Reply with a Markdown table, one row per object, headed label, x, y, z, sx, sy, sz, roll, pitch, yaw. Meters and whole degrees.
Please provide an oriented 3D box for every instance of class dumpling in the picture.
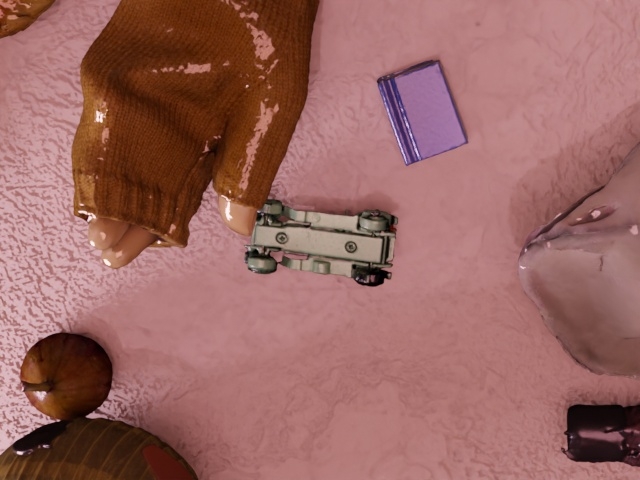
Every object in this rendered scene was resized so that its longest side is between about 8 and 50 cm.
| label | x | y | z | sx | sy | sz | roll | pitch | yaw |
| --- | --- | --- | --- | --- | --- | --- | --- | --- | --- |
| dumpling | 0.373 | 0.005 | 1.754 | 0.341 | 0.181 | 0.260 | -37 | 123 | -19 |

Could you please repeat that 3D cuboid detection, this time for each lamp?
| label | x | y | z | sx | sy | sz | roll | pitch | yaw |
| --- | --- | --- | --- | --- | --- | --- | --- | --- | --- |
| lamp | -0.242 | 0.281 | 1.811 | 0.284 | 0.250 | 0.250 | 14 | 103 | 9 |

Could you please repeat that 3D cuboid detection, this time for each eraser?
| label | x | y | z | sx | sy | sz | roll | pitch | yaw |
| --- | --- | --- | --- | --- | --- | --- | --- | --- | --- |
| eraser | 0.095 | -0.120 | 1.802 | 0.063 | 0.027 | 0.084 | -19 | 102 | 8 |

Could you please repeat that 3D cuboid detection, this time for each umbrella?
| label | x | y | z | sx | sy | sz | roll | pitch | yaw |
| --- | --- | --- | --- | --- | --- | --- | --- | --- | --- |
| umbrella | 0.390 | 0.189 | 1.825 | 0.326 | 0.090 | 0.094 | 0 | 106 | 3 |

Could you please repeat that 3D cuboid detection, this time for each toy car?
| label | x | y | z | sx | sy | sz | roll | pitch | yaw |
| --- | --- | --- | --- | --- | --- | --- | --- | --- | --- |
| toy car | 0.000 | 0.000 | 1.822 | 0.143 | 0.054 | 0.073 | 6 | 102 | 6 |

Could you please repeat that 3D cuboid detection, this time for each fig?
| label | x | y | z | sx | sy | sz | roll | pitch | yaw |
| --- | --- | --- | --- | --- | --- | --- | --- | --- | --- |
| fig | -0.246 | 0.134 | 1.829 | 0.089 | 0.125 | 0.088 | 1 | 100 | 7 |

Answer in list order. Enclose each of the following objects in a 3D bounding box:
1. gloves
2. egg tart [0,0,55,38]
| label | x | y | z | sx | sy | sz | roll | pitch | yaw |
| --- | --- | --- | --- | --- | --- | --- | --- | --- | --- |
| gloves | -0.114 | -0.137 | 1.745 | 0.203 | 0.155 | 0.356 | 25 | 87 | -10 |
| egg tart | -0.330 | -0.316 | 1.732 | 0.290 | 0.115 | 0.290 | -1 | 113 | -3 |
